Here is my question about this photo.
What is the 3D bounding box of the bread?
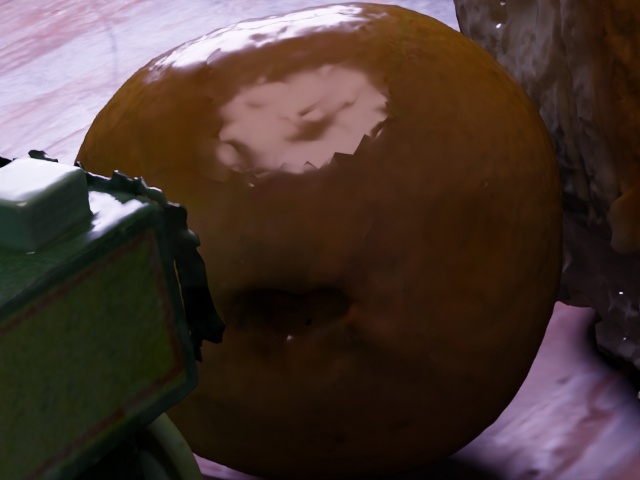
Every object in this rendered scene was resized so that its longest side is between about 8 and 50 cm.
[{"bbox_3d":[0.197,-0.095,0.876,0.250,0.279,0.225,-13,11,-13],"label":"bread"}]

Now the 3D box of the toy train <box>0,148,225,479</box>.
[{"bbox_3d":[-0.161,0.063,0.687,0.271,0.188,0.159,12,33,37],"label":"toy train"}]

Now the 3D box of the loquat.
[{"bbox_3d":[0.000,0.000,0.799,0.208,0.208,0.208,-7,24,3],"label":"loquat"}]
